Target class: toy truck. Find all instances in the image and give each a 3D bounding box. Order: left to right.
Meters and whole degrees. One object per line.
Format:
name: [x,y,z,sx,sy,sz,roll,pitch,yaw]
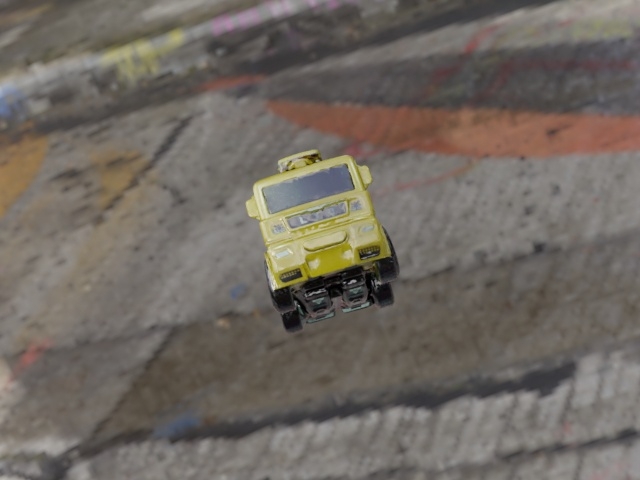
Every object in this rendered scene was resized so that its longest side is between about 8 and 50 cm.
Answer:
toy truck: [0.000,0.000,0.604,0.049,0.054,0.083,-16,-12,-2]
